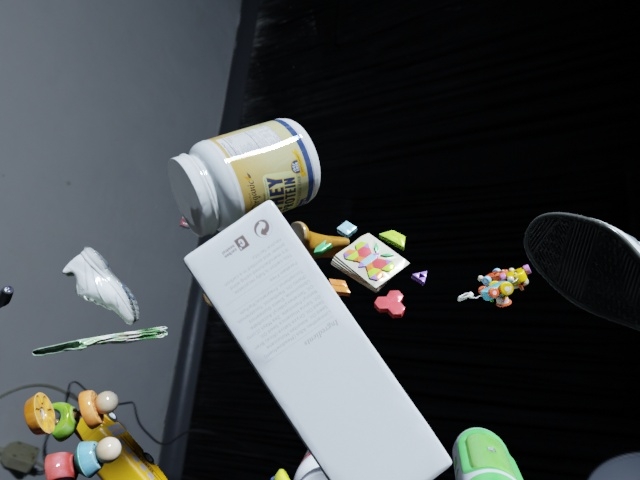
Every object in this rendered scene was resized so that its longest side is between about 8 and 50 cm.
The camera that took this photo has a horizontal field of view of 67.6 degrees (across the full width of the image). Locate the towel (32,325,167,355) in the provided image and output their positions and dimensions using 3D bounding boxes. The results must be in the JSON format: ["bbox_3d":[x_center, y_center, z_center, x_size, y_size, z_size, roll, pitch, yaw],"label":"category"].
[{"bbox_3d":[-0.696,0.328,1.541,0.325,0.248,0.038,4,74,-60],"label":"towel"}]

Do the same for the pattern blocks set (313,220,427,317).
[{"bbox_3d":[0.140,0.061,1.344,0.285,0.325,0.026,-47,148,-34],"label":"pattern blocks set"}]

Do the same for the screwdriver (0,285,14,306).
[{"bbox_3d":[-0.620,0.133,0.911,0.025,0.170,0.024,50,33,-4],"label":"screwdriver"}]

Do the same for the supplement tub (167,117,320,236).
[{"bbox_3d":[-0.183,-0.153,1.166,0.316,0.228,0.228,-25,109,-27],"label":"supplement tub"}]

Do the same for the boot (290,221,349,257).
[{"bbox_3d":[0.000,0.001,1.615,0.211,0.295,0.104,-2,75,-15],"label":"boot"}]

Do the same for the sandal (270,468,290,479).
[{"bbox_3d":[-0.141,0.782,1.444,0.138,0.126,0.317,-33,151,-20],"label":"sandal"}]

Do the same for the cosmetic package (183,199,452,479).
[{"bbox_3d":[-0.008,0.177,0.775,0.453,0.161,0.230,55,-3,6],"label":"cosmetic package"}]

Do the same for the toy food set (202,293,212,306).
[{"bbox_3d":[-0.347,0.179,1.568,0.083,0.083,0.020,57,10,-5],"label":"toy food set"}]

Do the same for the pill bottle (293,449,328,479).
[{"bbox_3d":[0.037,0.644,1.265,0.363,0.210,0.210,55,34,-78],"label":"pill bottle"}]

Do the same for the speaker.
[{"bbox_3d":[0.348,0.495,1.004,0.296,0.131,0.131,14,72,-77],"label":"speaker"}]

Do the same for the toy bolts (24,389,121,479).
[{"bbox_3d":[-0.591,0.463,1.178,0.218,0.158,0.228,88,-21,-56],"label":"toy bolts"}]

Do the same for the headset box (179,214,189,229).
[{"bbox_3d":[-0.394,-0.071,1.412,0.032,0.062,0.083,16,82,-17],"label":"headset box"}]

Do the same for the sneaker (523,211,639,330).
[{"bbox_3d":[0.429,0.047,0.624,0.178,0.295,0.123,-5,124,-53],"label":"sneaker"}]

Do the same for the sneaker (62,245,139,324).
[{"bbox_3d":[-0.697,0.162,1.534,0.129,0.111,0.297,-41,82,-17],"label":"sneaker"}]

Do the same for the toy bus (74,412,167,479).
[{"bbox_3d":[-0.613,0.659,1.444,0.108,0.332,0.130,-44,174,-9],"label":"toy bus"}]

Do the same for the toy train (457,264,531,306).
[{"bbox_3d":[0.351,0.096,0.948,0.166,0.125,0.046,-25,90,-44],"label":"toy train"}]
